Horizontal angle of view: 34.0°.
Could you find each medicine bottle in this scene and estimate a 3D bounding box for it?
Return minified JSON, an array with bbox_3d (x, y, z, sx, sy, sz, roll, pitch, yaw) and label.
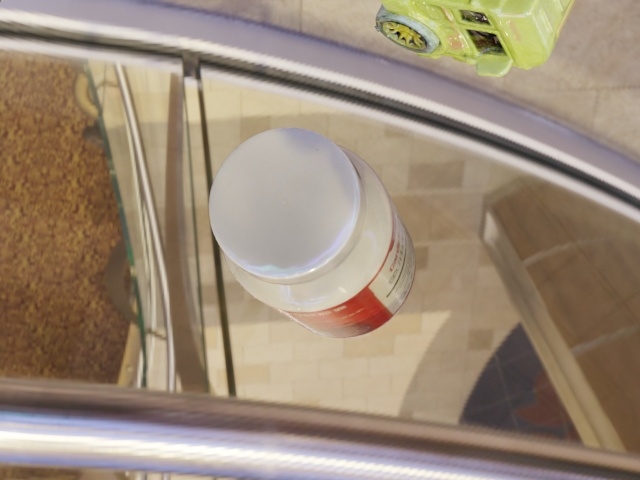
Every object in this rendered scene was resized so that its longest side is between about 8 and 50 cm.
[{"bbox_3d":[0.000,0.000,0.817,0.131,0.131,0.250,-23,164,5],"label":"medicine bottle"}]

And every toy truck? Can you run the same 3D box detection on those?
[{"bbox_3d":[0.055,-0.129,0.390,0.077,0.100,0.169,-62,147,-10],"label":"toy truck"}]
